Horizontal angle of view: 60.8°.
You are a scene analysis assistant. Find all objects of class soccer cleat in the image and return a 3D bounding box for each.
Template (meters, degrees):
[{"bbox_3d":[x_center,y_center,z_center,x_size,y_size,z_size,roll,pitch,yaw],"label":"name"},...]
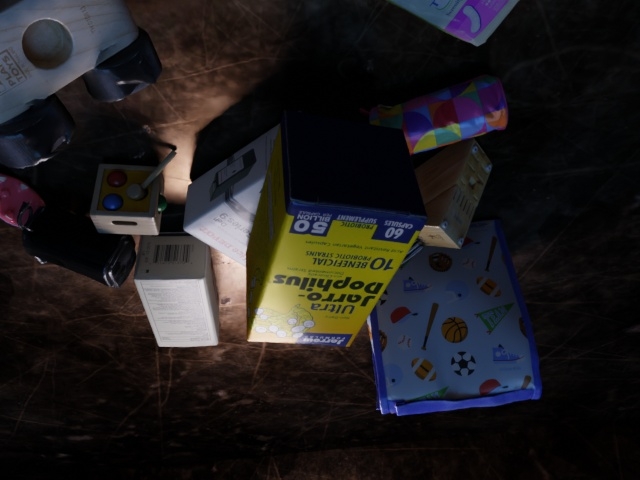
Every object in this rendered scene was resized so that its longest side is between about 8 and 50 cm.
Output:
[{"bbox_3d":[-0.632,-0.097,1.017,0.095,0.082,0.248,4,159,41],"label":"soccer cleat"}]

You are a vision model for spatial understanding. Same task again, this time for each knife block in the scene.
[{"bbox_3d":[0.175,-0.071,1.065,0.242,0.275,0.088,9,158,45],"label":"knife block"}]

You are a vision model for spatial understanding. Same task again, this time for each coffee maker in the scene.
[{"bbox_3d":[-0.466,0.013,1.053,0.179,0.120,0.171,18,176,5],"label":"coffee maker"}]

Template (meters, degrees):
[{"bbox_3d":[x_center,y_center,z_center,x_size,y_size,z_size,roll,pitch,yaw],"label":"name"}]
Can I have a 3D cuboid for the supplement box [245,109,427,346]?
[{"bbox_3d":[0.000,0.000,0.887,0.194,0.195,0.356,6,139,-14],"label":"supplement box"}]

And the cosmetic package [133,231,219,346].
[{"bbox_3d":[-0.321,0.120,1.263,0.153,0.129,0.296,-1,141,-6],"label":"cosmetic package"}]

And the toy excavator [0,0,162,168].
[{"bbox_3d":[-0.499,-0.270,0.703,0.433,0.445,0.222,-42,144,-19],"label":"toy excavator"}]

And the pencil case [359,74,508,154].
[{"bbox_3d":[0.191,-0.205,0.918,0.237,0.104,0.104,-13,141,11],"label":"pencil case"}]

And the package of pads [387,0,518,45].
[{"bbox_3d":[0.149,-0.397,0.668,0.297,0.101,0.229,18,136,-24],"label":"package of pads"}]

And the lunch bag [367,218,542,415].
[{"bbox_3d":[0.261,0.175,1.175,0.328,0.385,0.238,-8,141,4],"label":"lunch bag"}]

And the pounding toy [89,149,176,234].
[{"bbox_3d":[-0.339,-0.090,1.008,0.141,0.130,0.100,2,153,-7],"label":"pounding toy"}]

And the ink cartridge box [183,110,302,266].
[{"bbox_3d":[-0.084,-0.076,1.037,0.289,0.121,0.211,-28,136,27],"label":"ink cartridge box"}]
